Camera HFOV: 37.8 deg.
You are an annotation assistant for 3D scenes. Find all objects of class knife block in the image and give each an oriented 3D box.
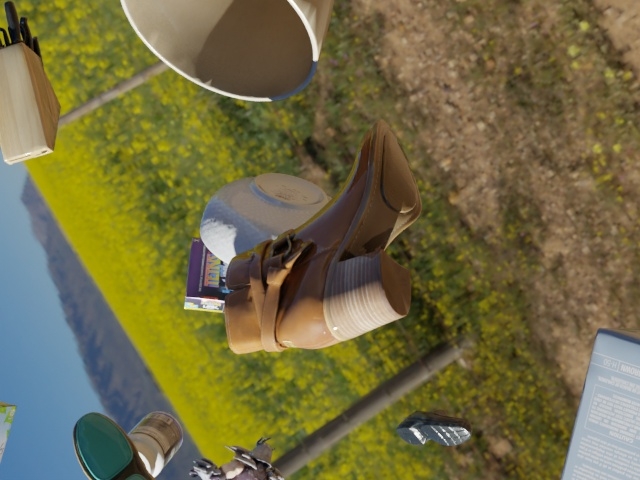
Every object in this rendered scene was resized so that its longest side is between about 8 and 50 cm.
[{"bbox_3d":[-0.573,-0.308,1.733,0.276,0.088,0.242,-104,-3,-54],"label":"knife block"}]

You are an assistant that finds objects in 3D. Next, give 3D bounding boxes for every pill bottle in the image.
[{"bbox_3d":[-0.272,0.327,1.460,0.078,0.078,0.137,60,-165,-5],"label":"pill bottle"}]

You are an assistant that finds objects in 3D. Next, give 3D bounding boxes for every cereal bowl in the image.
[{"bbox_3d":[-0.077,-0.047,1.981,0.339,0.338,0.141,46,127,48],"label":"cereal bowl"}]

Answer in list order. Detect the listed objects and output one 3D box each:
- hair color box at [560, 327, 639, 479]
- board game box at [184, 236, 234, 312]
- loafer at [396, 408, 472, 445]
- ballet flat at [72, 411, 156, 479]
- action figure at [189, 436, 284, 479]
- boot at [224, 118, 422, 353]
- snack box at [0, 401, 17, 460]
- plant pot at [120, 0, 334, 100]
[{"bbox_3d":[0.353,0.292,1.053,0.113,0.185,0.375,17,97,40],"label":"hair color box"},{"bbox_3d":[-0.221,0.077,2.055,0.048,0.141,0.170,106,167,-48],"label":"board game box"},{"bbox_3d":[0.206,0.323,1.657,0.170,0.061,0.062,-11,124,51],"label":"loafer"},{"bbox_3d":[-0.279,0.346,1.338,0.232,0.080,0.073,45,154,28],"label":"ballet flat"},{"bbox_3d":[-0.175,0.464,1.656,0.185,0.285,0.099,42,170,-31],"label":"action figure"},{"bbox_3d":[0.000,0.000,1.080,0.109,0.220,0.284,38,-136,-44],"label":"boot"},{"bbox_3d":[-0.370,0.238,0.971,0.037,0.141,0.100,14,174,6],"label":"snack box"},{"bbox_3d":[-0.077,-0.363,1.172,0.256,0.274,0.256,18,153,10],"label":"plant pot"}]
